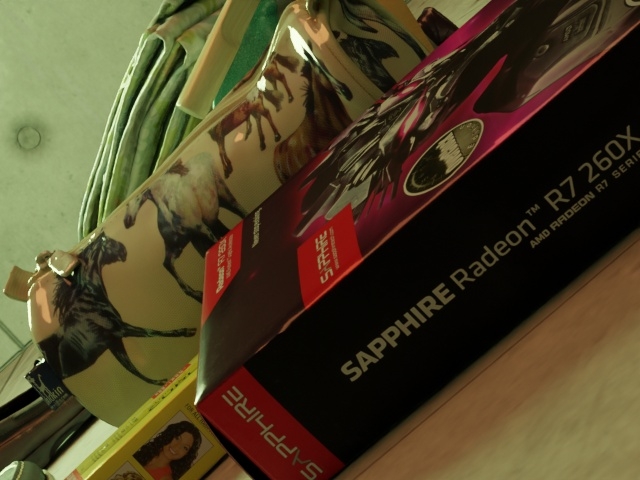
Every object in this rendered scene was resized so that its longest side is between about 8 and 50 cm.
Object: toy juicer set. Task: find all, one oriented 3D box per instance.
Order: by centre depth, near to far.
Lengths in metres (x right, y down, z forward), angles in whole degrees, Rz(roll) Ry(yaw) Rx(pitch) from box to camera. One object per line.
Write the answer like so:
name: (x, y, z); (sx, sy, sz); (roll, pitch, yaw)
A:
toy juicer set: (-0.071, -0.118, 1.764); (0.089, 0.329, 0.209); (21, 62, 36)

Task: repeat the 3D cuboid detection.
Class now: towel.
towel: (-0.100, -0.163, 1.948); (0.374, 0.090, 0.320); (-40, -21, -51)

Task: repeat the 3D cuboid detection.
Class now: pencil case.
pencil case: (-0.064, -0.021, 1.409); (0.410, 0.183, 0.160); (-44, 27, 30)

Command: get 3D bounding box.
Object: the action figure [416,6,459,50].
action figure: (0.043, -0.141, 2.046); (0.285, 0.099, 0.185); (-50, 17, -24)

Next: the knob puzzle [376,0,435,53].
knob puzzle: (0.018, -0.116, 1.633); (0.213, 0.213, 0.030); (-44, -24, -17)

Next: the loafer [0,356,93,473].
loafer: (-0.289, 0.166, 1.981); (0.302, 0.095, 0.109); (-46, 8, -29)

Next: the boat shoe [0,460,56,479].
boat shoe: (-0.329, 0.267, 1.586); (0.116, 0.099, 0.319); (-38, 8, 32)

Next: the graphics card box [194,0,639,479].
graphics card box: (0.088, -0.037, 1.056); (0.371, 0.094, 0.233); (-40, 17, 13)

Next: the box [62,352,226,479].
box: (-0.090, 0.126, 1.296); (0.232, 0.058, 0.087); (-44, 8, -8)
